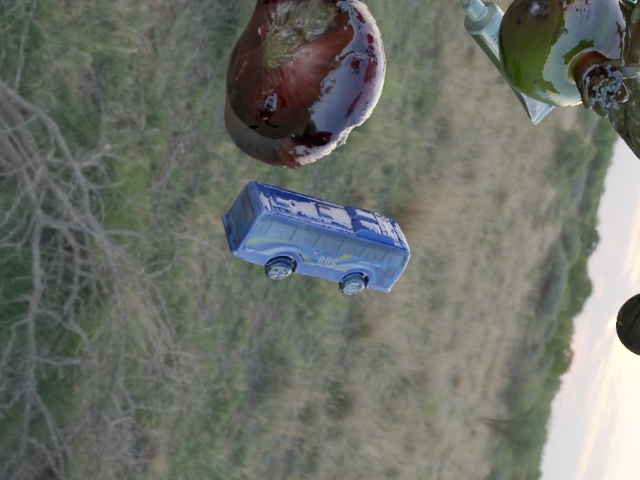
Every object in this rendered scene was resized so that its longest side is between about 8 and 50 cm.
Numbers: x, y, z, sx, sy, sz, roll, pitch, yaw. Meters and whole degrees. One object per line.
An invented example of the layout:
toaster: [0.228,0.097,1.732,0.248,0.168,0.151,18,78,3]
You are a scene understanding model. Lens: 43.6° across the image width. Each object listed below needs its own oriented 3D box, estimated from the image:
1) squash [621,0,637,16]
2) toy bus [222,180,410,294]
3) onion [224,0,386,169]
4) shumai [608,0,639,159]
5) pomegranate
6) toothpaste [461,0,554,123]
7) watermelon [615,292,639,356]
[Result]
squash: [0.371,-0.337,1.068,0.105,0.132,0.105,21,90,-90]
toy bus: [0.002,0.001,0.970,0.094,0.236,0.079,-50,-140,37]
onion: [-0.012,-0.225,1.137,0.195,0.272,0.272,11,93,-45]
shumai: [0.532,-0.203,1.018,0.263,0.309,0.304,2,70,-62]
pomegranate: [0.236,-0.188,0.763,0.159,0.129,0.129,-85,-177,-71]
toothpaste: [0.351,-0.325,1.444,0.099,0.061,0.392,-43,140,15]
watermelon: [0.525,0.122,1.265,0.105,0.105,0.133,-52,150,-53]
